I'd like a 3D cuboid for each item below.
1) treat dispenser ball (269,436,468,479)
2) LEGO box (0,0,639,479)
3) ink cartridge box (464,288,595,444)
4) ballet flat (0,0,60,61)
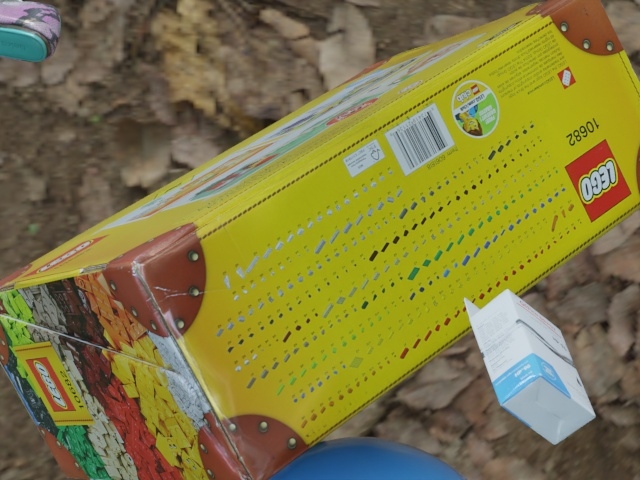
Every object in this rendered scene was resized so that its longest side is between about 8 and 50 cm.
[{"bbox_3d":[0.036,0.321,1.397,0.288,0.288,0.288,2,96,22],"label":"treat dispenser ball"},{"bbox_3d":[0.000,0.000,1.361,0.372,0.500,0.193,-12,109,60],"label":"LEGO box"},{"bbox_3d":[0.107,0.059,0.807,0.028,0.048,0.083,-40,35,19],"label":"ink cartridge box"},{"bbox_3d":[-0.400,-0.248,1.757,0.222,0.079,0.077,6,138,3],"label":"ballet flat"}]
